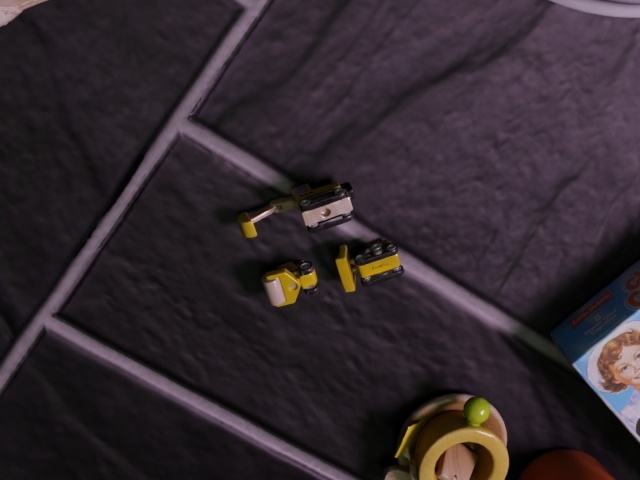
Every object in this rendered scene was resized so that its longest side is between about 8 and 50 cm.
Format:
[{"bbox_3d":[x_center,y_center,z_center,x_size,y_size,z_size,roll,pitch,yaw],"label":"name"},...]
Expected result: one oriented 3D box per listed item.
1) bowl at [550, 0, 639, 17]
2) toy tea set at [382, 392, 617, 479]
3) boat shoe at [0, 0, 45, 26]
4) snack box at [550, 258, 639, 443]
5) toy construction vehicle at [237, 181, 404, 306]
[{"bbox_3d":[0.200,-0.263,0.778,0.298,0.134,0.298,1,110,2],"label":"bowl"},{"bbox_3d":[0.119,0.288,1.028,0.200,0.124,0.336,15,109,-16],"label":"toy tea set"},{"bbox_3d":[-0.229,-0.163,0.799,0.302,0.109,0.098,-15,154,-4],"label":"boat shoe"},{"bbox_3d":[0.352,0.038,1.002,0.322,0.060,0.187,-41,113,8],"label":"snack box"},{"bbox_3d":[0.000,0.000,0.941,0.098,0.035,0.086,-20,125,1],"label":"toy construction vehicle"}]
